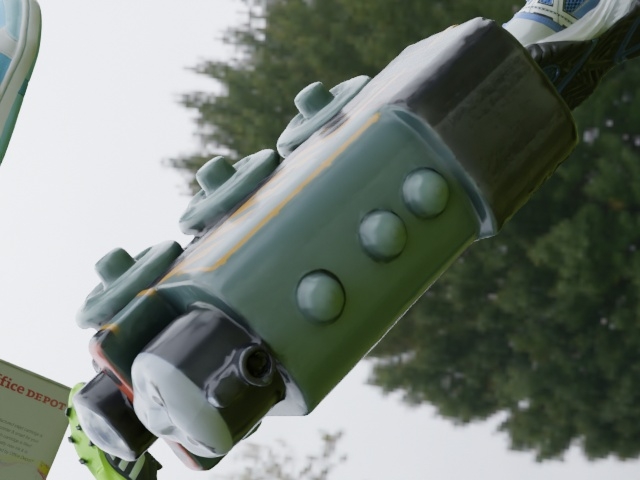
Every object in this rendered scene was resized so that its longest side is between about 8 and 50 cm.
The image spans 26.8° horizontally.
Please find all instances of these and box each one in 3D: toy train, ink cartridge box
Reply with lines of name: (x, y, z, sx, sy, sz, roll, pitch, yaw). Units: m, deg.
toy train: (0.000, 0.000, 0.783, 0.334, 0.190, 0.142, -43, -78, -26)
ink cartridge box: (-0.417, 0.256, 1.674, 0.154, 0.093, 0.212, 28, -102, -32)

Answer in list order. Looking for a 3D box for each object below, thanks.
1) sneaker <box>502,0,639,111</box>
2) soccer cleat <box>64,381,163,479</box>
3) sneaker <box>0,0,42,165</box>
sneaker: (0.172, -0.149, 0.965, 0.081, 0.211, 0.080, 55, 174, 33)
soccer cleat: (-0.213, 0.229, 1.424, 0.072, 0.060, 0.179, -6, -120, -48)
sneaker: (-0.477, -0.216, 1.680, 0.208, 0.127, 0.319, 24, -123, -25)
